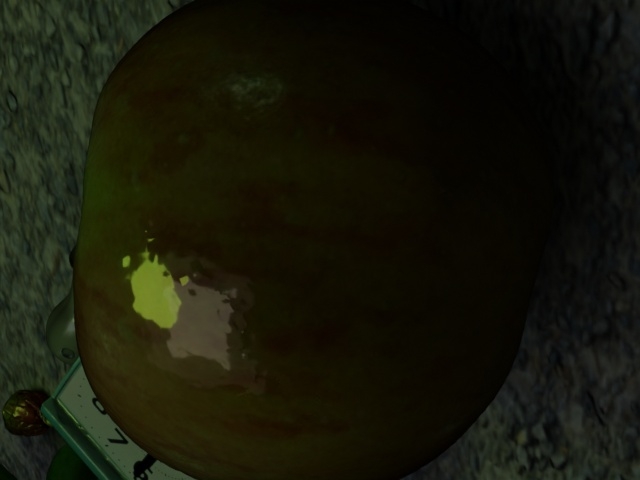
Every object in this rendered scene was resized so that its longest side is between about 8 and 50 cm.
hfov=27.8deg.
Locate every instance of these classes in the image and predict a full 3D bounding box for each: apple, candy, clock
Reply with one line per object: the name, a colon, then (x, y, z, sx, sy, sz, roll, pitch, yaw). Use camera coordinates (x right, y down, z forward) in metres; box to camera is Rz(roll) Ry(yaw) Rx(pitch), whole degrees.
apple: (0.000, 0.000, 0.962, 0.334, 0.400, 0.400, 6, 119, 8)
candy: (-0.298, 0.218, 1.548, 0.201, 0.060, 0.060, 7, 117, 27)
clock: (-0.142, 0.197, 1.374, 0.262, 0.116, 0.231, 46, 128, 7)

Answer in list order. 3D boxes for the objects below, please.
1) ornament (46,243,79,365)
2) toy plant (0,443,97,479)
ornament: (-0.254, 0.075, 1.413, 0.081, 0.075, 0.156, 27, 127, 7)
toy plant: (-0.306, 0.356, 1.455, 0.356, 0.210, 0.317, 42, 179, 46)
